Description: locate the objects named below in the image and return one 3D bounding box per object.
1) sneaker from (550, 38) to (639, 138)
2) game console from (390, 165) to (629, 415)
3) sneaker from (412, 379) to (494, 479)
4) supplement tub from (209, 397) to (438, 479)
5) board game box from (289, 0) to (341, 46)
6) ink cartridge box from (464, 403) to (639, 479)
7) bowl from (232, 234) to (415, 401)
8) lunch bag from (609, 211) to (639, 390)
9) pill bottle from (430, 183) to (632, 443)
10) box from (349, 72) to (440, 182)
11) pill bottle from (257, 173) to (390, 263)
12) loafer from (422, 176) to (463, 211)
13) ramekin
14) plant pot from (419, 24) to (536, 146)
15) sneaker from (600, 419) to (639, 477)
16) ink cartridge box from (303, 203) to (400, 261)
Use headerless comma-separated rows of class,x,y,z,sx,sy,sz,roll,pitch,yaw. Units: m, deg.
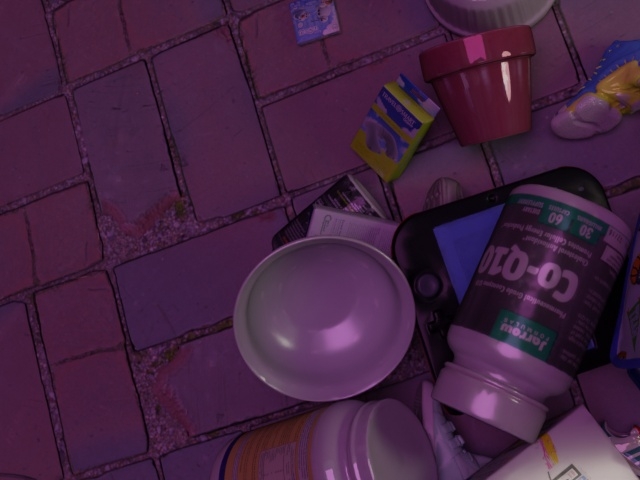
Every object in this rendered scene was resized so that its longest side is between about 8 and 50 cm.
sneaker,0.511,-0.274,1.585,0.240,0.091,0.126,-26,45,22
game console,0.337,0.077,1.516,0.387,0.060,0.341,-18,81,-6
sneaker,0.246,0.367,1.569,0.151,0.094,0.255,-3,64,-8
supplement tub,0.005,0.405,1.505,0.331,0.241,0.241,-24,75,32
board game box,-0.011,-0.443,1.788,0.090,0.020,0.090,-15,79,14
ink cartridge box,0.351,0.403,1.425,0.233,0.171,0.168,-29,77,-25
bowl,0.002,0.110,1.510,0.298,0.134,0.297,-2,110,-5
lunch bag,0.575,0.071,1.321,0.239,0.385,0.327,12,81,28
pill bottle,0.320,0.113,1.387,0.204,0.204,0.361,22,83,19
box,0.134,-0.205,1.647,0.109,0.042,0.178,46,136,17
pill bottle,0.000,0.000,1.662,0.246,0.130,0.130,-39,73,8
loafer,0.246,0.044,1.606,0.112,0.112,0.319,1,79,-17
ramekin,0.308,-0.513,1.645,0.273,0.127,0.272,-2,82,17
plant pot,0.292,-0.268,1.592,0.201,0.201,0.180,-13,94,15
sneaker,0.532,0.350,1.488,0.161,0.057,0.075,17,93,21
ink cartridge box,0.066,0.063,1.596,0.224,0.045,0.223,14,107,-10
